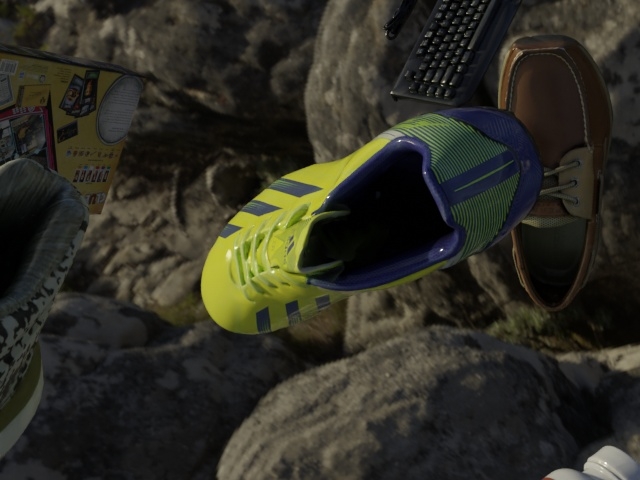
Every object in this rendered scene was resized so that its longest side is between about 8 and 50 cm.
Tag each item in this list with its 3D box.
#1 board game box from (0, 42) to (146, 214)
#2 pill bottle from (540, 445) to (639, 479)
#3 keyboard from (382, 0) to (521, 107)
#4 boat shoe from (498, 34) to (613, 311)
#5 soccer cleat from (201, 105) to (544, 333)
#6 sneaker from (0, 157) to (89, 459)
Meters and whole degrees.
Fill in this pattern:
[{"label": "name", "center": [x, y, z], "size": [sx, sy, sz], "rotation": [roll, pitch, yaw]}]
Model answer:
[{"label": "board game box", "center": [-0.277, -0.103, 0.968], "size": [0.042, 0.243, 0.165], "rotation": [25, 101, 18]}, {"label": "pill bottle", "center": [0.230, 0.301, 0.946], "size": [0.216, 0.121, 0.121], "rotation": [-36, 56, -13]}, {"label": "keyboard", "center": [0.171, -0.315, 1.243], "size": [0.201, 0.033, 0.317], "rotation": [16, 74, 45]}, {"label": "boat shoe", "center": [0.258, -0.061, 1.065], "size": [0.122, 0.324, 0.120], "rotation": [-2, 36, 19]}, {"label": "soccer cleat", "center": [0.000, -0.001, 0.591], "size": [0.289, 0.121, 0.093], "rotation": [-25, 91, 44]}, {"label": "sneaker", "center": [-0.219, 0.062, 0.328], "size": [0.158, 0.410, 0.182], "rotation": [41, 119, -1]}]
